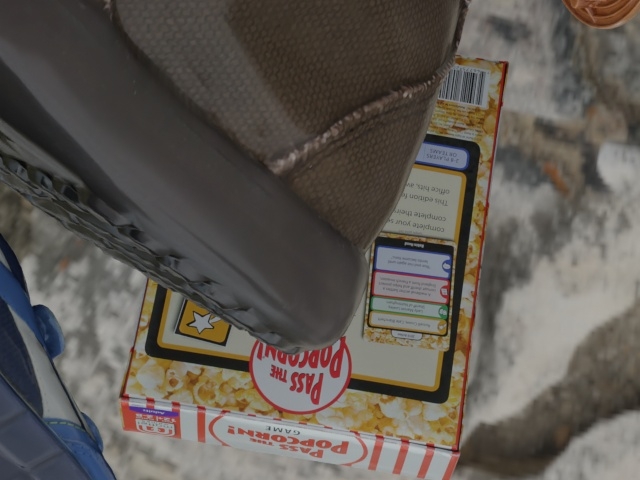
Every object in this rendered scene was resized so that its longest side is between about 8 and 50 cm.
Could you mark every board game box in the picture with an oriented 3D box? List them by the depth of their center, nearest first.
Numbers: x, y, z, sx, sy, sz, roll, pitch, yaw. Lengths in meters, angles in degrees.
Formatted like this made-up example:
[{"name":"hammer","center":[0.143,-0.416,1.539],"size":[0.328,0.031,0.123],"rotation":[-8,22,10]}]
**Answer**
[{"name":"board game box","center":[0.000,0.000,0.785],"size":[0.146,0.194,0.045],"rotation":[10,155,1]}]

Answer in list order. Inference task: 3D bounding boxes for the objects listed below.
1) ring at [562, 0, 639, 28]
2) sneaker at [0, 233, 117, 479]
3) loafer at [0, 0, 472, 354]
[{"name":"ring","center":[0.246,-0.360,1.600],"size":[0.032,0.337,0.337],"rotation":[-4,123,-15]},{"name":"sneaker","center":[-0.076,0.034,0.375],"size":[0.053,0.059,0.144],"rotation":[-21,107,7]},{"name":"loafer","center":[-0.081,-0.111,0.349],"size":[0.133,0.130,0.366],"rotation":[26,168,37]}]
